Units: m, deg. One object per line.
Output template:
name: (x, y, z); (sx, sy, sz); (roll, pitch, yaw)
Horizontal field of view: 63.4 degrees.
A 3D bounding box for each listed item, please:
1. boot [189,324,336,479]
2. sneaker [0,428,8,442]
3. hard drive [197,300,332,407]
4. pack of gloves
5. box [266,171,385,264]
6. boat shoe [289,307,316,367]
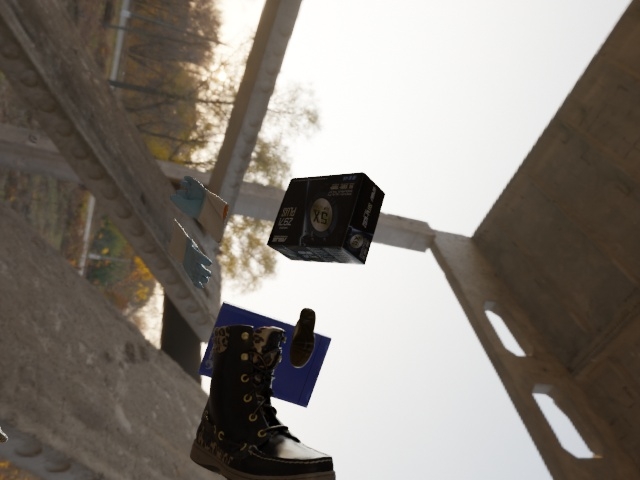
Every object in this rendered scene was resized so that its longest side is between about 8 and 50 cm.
boot: (-0.115, 0.310, 1.008); (0.378, 0.138, 0.283); (-11, -111, 49)
sneaker: (-0.995, 0.589, 1.598); (0.031, 0.083, 0.037); (-54, -178, 10)
hard drive: (-0.153, 0.317, 1.440); (0.040, 0.319, 0.210); (-155, -96, -83)
pack of gloves: (-0.277, -0.022, 1.070); (0.232, 0.046, 0.194); (34, -67, 48)
box: (0.009, -0.039, 0.946); (0.180, 0.078, 0.147); (2, -114, 41)
boat shoe: (-0.037, 0.211, 1.105); (0.045, 0.050, 0.135); (111, -5, -55)
